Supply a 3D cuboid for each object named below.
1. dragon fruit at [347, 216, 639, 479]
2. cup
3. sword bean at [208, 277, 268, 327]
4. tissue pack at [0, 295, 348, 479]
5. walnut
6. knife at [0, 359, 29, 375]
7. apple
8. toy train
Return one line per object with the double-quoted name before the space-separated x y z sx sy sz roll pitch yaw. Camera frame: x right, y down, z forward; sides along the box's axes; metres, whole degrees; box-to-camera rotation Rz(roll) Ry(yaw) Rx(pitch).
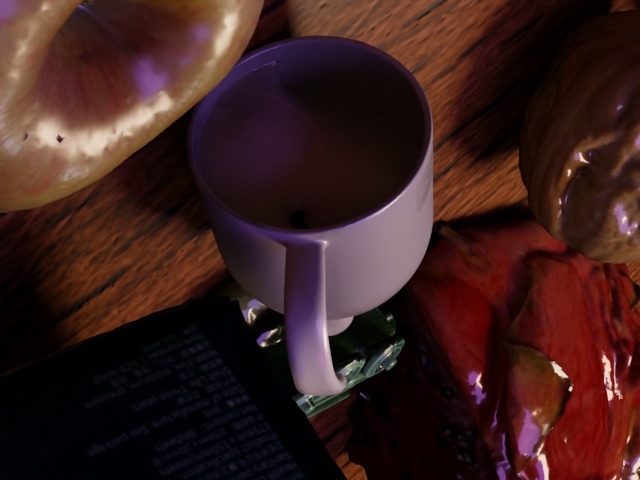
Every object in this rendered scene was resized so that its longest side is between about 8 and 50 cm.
"dragon fruit" 0.219 0.112 1.136 0.329 0.228 0.286 -24 143 -29
"cup" 0.009 -0.008 0.781 0.134 0.173 0.142 -26 148 -11
"sword bean" -0.058 0.046 0.902 0.269 0.038 0.043 -44 175 -1
"tissue pack" -0.175 0.235 0.683 0.417 0.264 0.253 -25 153 -30
"walnut" 0.215 -0.069 0.976 0.155 0.155 0.184 -16 136 -40
"knife" -0.254 0.098 0.698 0.278 0.053 0.123 -16 158 -43
"apple" -0.123 -0.115 0.475 0.211 0.188 0.211 -32 151 -20
"toy train" -0.016 0.094 0.967 0.170 0.071 0.111 -21 158 -48
